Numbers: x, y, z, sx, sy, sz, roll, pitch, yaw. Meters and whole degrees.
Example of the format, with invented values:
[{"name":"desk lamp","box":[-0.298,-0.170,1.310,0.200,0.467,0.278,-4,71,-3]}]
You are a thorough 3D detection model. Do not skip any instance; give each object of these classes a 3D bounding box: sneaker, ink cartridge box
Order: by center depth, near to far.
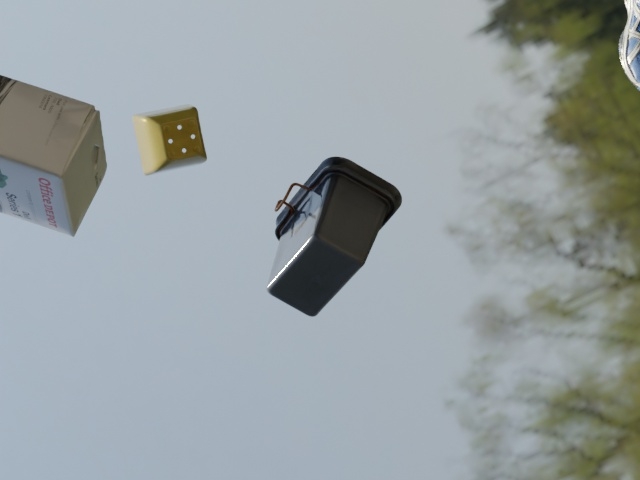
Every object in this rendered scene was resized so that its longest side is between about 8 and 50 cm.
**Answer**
[{"name":"ink cartridge box","box":[-0.342,-0.102,1.786,0.160,0.219,0.093,95,-165,-67]},{"name":"sneaker","box":[0.449,-0.290,2.309,0.080,0.081,0.211,3,-107,-19]}]

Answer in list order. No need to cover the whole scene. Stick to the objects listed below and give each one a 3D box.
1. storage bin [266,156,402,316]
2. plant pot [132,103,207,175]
[{"name":"storage bin","box":[0.000,0.000,1.598,0.098,0.135,0.091,30,-133,-11]},{"name":"plant pot","box":[-0.187,-0.129,2.211,0.083,0.081,0.082,-169,67,-72]}]
